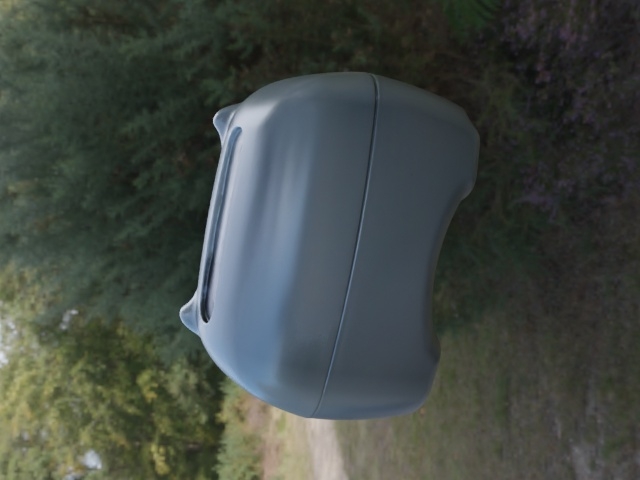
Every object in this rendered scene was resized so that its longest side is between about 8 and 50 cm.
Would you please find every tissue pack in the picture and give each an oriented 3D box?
[{"bbox_3d":[0.000,0.000,0.818,0.229,0.236,0.333,-158,77,-73],"label":"tissue pack"}]
